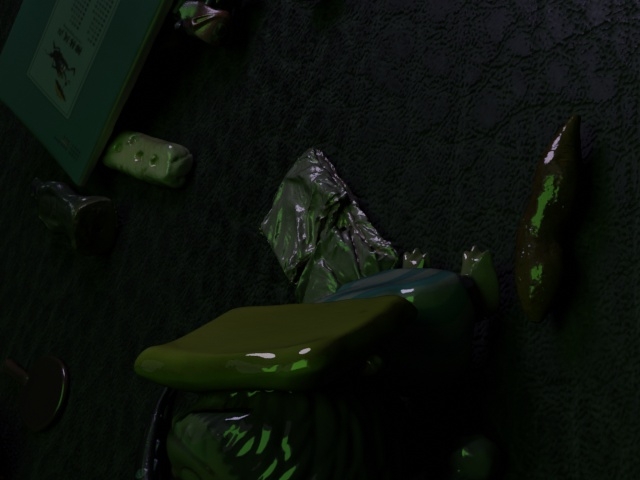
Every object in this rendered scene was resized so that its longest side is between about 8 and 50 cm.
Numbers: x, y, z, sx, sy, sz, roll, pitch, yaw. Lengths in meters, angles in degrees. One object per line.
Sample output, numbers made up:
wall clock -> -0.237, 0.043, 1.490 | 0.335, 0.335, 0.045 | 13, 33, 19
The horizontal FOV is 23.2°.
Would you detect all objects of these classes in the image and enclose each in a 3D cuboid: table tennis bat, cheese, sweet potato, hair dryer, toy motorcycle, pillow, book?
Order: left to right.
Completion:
table tennis bat -> -0.441, 0.193, 2.174 | 0.170, 0.119, 0.107 | 24, 92, 50
book -> -0.334, -0.299, 2.189 | 0.264, 0.031, 0.379 | 47, 122, 31
cheese -> -0.241, -0.113, 2.144 | 0.194, 0.043, 0.064 | 17, 95, 50
hair dryer -> -0.188, 0.266, 1.902 | 0.196, 0.075, 0.219 | -19, 52, 32
toy motorcycle -> -0.172, -0.299, 2.117 | 0.212, 0.084, 0.118 | -23, 58, 51
pillow -> 0.000, 0.000, 1.805 | 0.135, 0.049, 0.248 | -58, 37, 20
sweet potato -> 0.227, -0.022, 1.546 | 0.065, 0.051, 0.218 | -6, 68, 52

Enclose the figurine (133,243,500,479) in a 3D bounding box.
figurine -> 0.035, 0.235, 1.554 | 0.266, 0.361, 0.377 | 3, 109, 53

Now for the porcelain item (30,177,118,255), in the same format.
porcelain item -> -0.366, -0.043, 2.234 | 0.216, 0.069, 0.081 | 26, 124, 53

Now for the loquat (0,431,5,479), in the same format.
loquat -> -0.547, 0.303, 2.195 | 0.208, 0.208, 0.208 | -24, 56, 41
